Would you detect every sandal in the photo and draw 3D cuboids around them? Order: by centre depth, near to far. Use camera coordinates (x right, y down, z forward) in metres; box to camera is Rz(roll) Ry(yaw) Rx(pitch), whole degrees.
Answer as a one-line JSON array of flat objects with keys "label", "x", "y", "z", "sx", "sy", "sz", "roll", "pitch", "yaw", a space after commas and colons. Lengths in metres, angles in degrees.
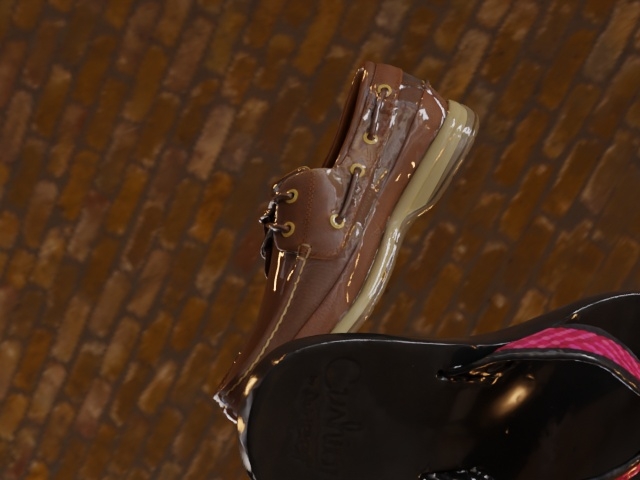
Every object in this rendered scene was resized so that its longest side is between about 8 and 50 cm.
[{"label": "sandal", "x": 0.062, "y": 0.053, "z": 0.450, "sx": 0.040, "sy": 0.179, "sz": 0.067, "roll": 13, "pitch": -76, "yaw": 59}]

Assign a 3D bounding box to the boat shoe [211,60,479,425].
[{"label": "boat shoe", "x": 0.000, "y": 0.000, "z": 0.636, "sx": 0.060, "sy": 0.178, "sz": 0.064, "roll": 36, "pitch": -25, "yaw": -8}]
